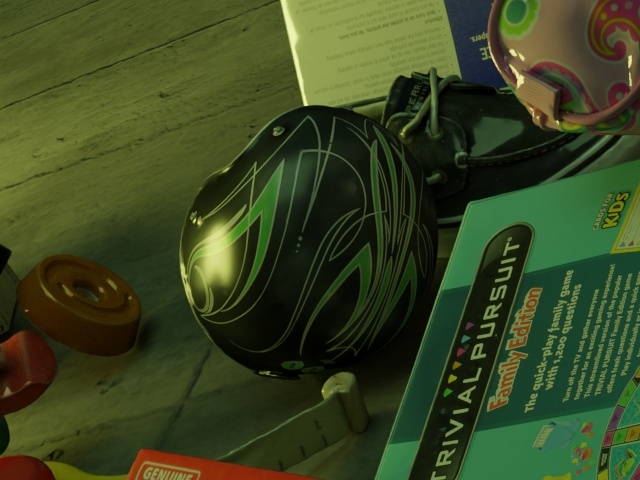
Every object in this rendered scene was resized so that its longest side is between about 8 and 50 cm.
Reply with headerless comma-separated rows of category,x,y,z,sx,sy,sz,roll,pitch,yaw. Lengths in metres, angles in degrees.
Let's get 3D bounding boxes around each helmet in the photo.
helmet,0.000,0.000,1.295,0.161,0.169,0.169,-36,15,41

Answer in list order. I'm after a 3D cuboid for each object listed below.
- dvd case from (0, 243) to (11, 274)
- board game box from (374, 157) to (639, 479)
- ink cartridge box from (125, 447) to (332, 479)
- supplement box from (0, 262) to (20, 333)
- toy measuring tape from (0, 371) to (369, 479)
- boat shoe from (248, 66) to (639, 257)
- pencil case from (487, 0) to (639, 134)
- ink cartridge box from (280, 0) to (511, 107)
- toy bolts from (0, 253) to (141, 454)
dvd case,-0.366,0.057,1.657,0.239,0.029,0.179,21,82,53
board game box,0.197,0.060,0.980,0.336,0.079,0.254,-15,40,39
ink cartridge box,-0.085,0.216,1.004,0.275,0.060,0.239,1,62,50
supplement box,-0.301,0.057,1.696,0.062,0.036,0.098,-27,22,10
toy measuring tape,-0.130,0.161,1.212,0.330,0.121,0.121,-30,22,-21
boat shoe,0.079,-0.060,1.375,0.335,0.119,0.121,-16,33,36
pencil case,0.217,-0.097,1.120,0.124,0.124,0.284,-13,-14,35
ink cartridge box,0.103,-0.198,1.466,0.304,0.307,0.072,-11,5,36
toy bolts,-0.258,0.105,1.470,0.158,0.218,0.228,-60,23,25
